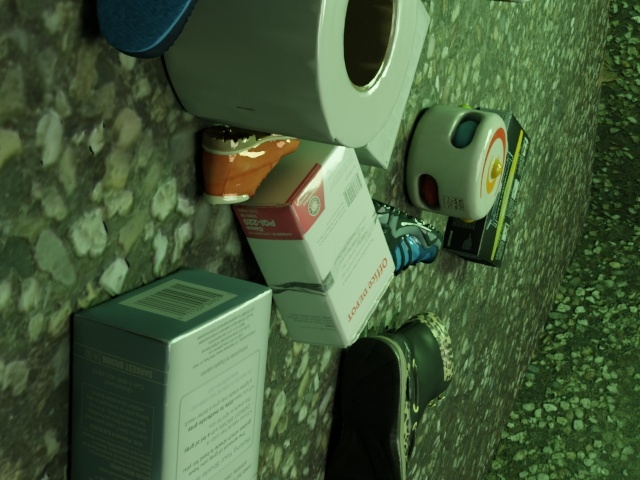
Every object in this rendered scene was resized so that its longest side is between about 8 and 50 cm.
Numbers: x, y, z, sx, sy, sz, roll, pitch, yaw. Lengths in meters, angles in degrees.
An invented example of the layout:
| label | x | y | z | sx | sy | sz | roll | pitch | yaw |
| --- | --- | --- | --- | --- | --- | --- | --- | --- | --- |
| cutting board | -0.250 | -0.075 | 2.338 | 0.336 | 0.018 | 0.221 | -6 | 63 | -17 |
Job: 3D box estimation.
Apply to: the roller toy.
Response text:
| label | x | y | z | sx | sy | sz | roll | pitch | yaw |
| --- | --- | --- | --- | --- | --- | --- | --- | --- | --- |
| roller toy | 0.247 | -0.134 | 1.563 | 0.191 | 0.146 | 0.209 | -10 | 112 | -64 |

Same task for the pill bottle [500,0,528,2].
| label | x | y | z | sx | sy | sz | roll | pitch | yaw |
| --- | --- | --- | --- | --- | --- | --- | --- | --- | --- |
| pill bottle | 0.292 | -0.444 | 1.400 | 0.131 | 0.229 | 0.131 | -41 | 137 | -53 |

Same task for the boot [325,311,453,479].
| label | x | y | z | sx | sy | sz | roll | pitch | yaw |
| --- | --- | --- | --- | --- | --- | --- | --- | --- | --- |
| boot | 0.129 | 0.316 | 1.556 | 0.284 | 0.138 | 0.378 | -22 | 117 | -62 |

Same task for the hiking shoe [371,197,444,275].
| label | x | y | z | sx | sy | sz | roll | pitch | yaw |
| --- | --- | --- | --- | --- | --- | --- | --- | --- | --- |
| hiking shoe | 0.088 | 0.011 | 1.358 | 0.304 | 0.113 | 0.132 | 18 | 95 | -58 |

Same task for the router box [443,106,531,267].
| label | x | y | z | sx | sy | sz | roll | pitch | yaw |
| --- | --- | --- | --- | --- | --- | --- | --- | --- | --- |
| router box | 0.366 | -0.107 | 1.925 | 0.243 | 0.081 | 0.309 | 21 | 83 | -66 |

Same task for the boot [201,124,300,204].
| label | x | y | z | sx | sy | sz | roll | pitch | yaw |
| --- | --- | --- | --- | --- | --- | --- | --- | --- | --- |
| boot | -0.076 | -0.088 | 0.981 | 0.158 | 0.059 | 0.085 | -23 | 126 | -52 |

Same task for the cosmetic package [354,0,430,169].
| label | x | y | z | sx | sy | sz | roll | pitch | yaw |
| --- | --- | --- | --- | --- | --- | --- | --- | --- | --- |
| cosmetic package | 0.088 | -0.232 | 1.262 | 0.099 | 0.060 | 0.239 | 34 | 71 | -63 |

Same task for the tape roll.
| label | x | y | z | sx | sy | sz | roll | pitch | yaw |
| --- | --- | --- | --- | --- | --- | --- | --- | --- | --- |
| tape roll | -0.022 | -0.225 | 0.884 | 0.246 | 0.169 | 0.246 | -44 | 141 | -51 |

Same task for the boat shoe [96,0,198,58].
| label | x | y | z | sx | sy | sz | roll | pitch | yaw |
| --- | --- | --- | --- | --- | --- | --- | --- | --- | --- |
| boat shoe | -0.105 | -0.270 | 0.745 | 0.089 | 0.109 | 0.258 | 22 | 91 | -83 |

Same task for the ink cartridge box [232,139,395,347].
| label | x | y | z | sx | sy | sz | roll | pitch | yaw |
| --- | --- | --- | --- | --- | --- | --- | --- | --- | --- |
| ink cartridge box | 0.000 | 0.000 | 1.093 | 0.159 | 0.092 | 0.218 | -54 | 132 | -42 |

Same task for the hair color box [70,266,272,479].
| label | x | y | z | sx | sy | sz | roll | pitch | yaw |
| --- | --- | --- | --- | --- | --- | --- | --- | --- | --- |
| hair color box | -0.152 | 0.234 | 0.899 | 0.185 | 0.113 | 0.375 | -25 | 124 | -61 |
